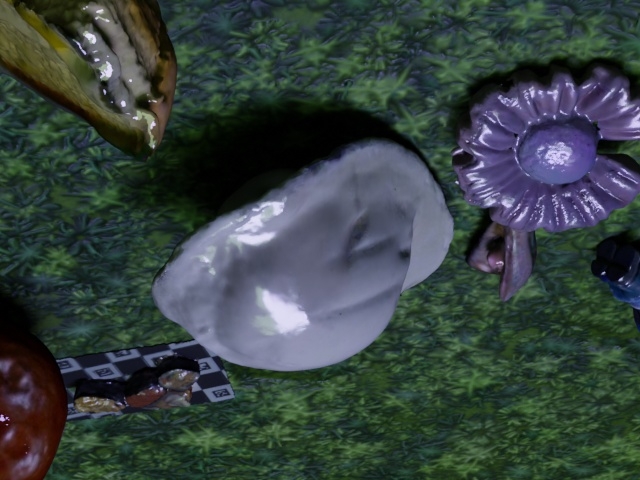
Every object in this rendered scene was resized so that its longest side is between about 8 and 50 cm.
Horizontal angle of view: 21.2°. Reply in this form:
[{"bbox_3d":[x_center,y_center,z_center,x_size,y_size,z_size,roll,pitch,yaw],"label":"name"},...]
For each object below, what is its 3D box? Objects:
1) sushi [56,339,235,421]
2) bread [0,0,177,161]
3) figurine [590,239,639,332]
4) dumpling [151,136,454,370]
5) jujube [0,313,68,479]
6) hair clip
[{"bbox_3d":[-0.196,0.160,1.777,0.201,0.031,0.139,-9,147,4],"label":"sushi"},{"bbox_3d":[-0.177,-0.181,1.180,0.133,0.251,0.174,-50,143,-12],"label":"bread"},{"bbox_3d":[0.326,0.053,1.661,0.149,0.087,0.086,28,171,-40],"label":"figurine"},{"bbox_3d":[-0.005,-0.003,1.481,0.175,0.243,0.227,31,126,14],"label":"dumpling"},{"bbox_3d":[-0.395,0.146,1.585,0.318,0.223,0.223,19,140,-21],"label":"jujube"},{"bbox_3d":[0.186,-0.038,1.503,0.173,0.069,0.300,0,146,-9],"label":"hair clip"}]
